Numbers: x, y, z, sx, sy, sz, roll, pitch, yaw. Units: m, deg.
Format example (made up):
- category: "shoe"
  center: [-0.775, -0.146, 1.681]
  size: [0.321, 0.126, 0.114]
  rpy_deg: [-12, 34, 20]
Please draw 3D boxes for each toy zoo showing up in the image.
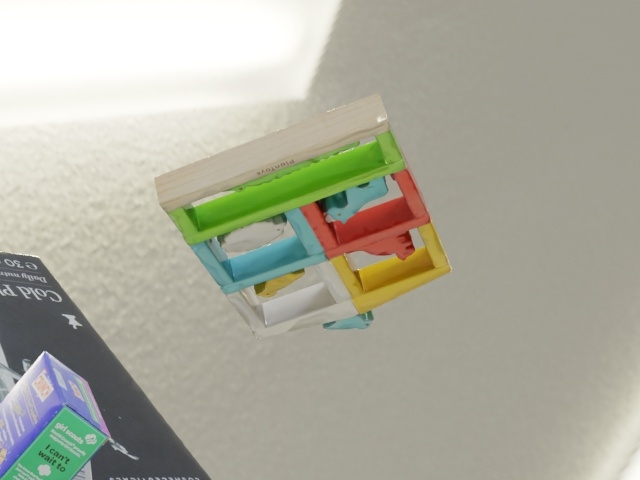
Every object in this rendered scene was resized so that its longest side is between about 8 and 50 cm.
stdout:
- category: "toy zoo"
  center: [0.000, 0.000, 1.197]
  size: [0.192, 0.030, 0.293]
  rpy_deg: [-20, -33, 7]

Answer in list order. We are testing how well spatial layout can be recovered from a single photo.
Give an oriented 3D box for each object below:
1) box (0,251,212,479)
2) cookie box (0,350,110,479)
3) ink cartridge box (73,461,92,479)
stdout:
- category: "box"
  center: [-0.431, 0.236, 1.441]
  size: [0.480, 0.472, 0.297]
  rpy_deg: [9, -60, -49]
- category: "cookie box"
  center: [-0.187, 0.135, 0.880]
  size: [0.040, 0.092, 0.107]
  rpy_deg: [40, -89, -24]
- category: "ink cartridge box"
  center: [-0.218, 0.361, 0.992]
  size: [0.072, 0.303, 0.307]
  rpy_deg: [8, -55, -21]
